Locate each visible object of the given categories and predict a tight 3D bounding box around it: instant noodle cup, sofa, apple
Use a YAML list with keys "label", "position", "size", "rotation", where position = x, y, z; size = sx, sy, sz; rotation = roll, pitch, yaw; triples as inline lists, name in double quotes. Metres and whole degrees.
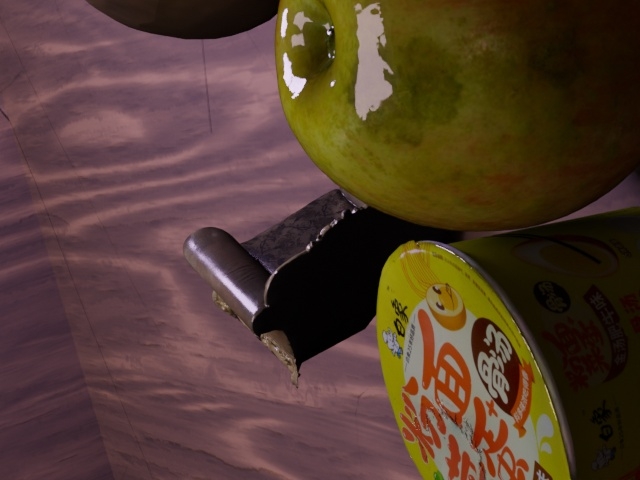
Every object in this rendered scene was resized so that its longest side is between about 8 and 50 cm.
- label: "instant noodle cup"
  position: [0.219, 0.113, 1.650]
  size: [0.311, 0.221, 0.311]
  rotation: [48, 149, 43]
- label: "sofa"
  position: [0.000, 0.000, 2.017]
  size: [0.200, 0.258, 0.182]
  rotation: [42, 157, 51]
- label: "apple"
  position: [0.121, -0.166, 1.563]
  size: [0.339, 0.339, 0.339]
  rotation: [47, 147, 44]

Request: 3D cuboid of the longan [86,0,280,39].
- label: "longan"
  position: [-0.133, -0.399, 1.905]
  size: [0.404, 0.336, 0.404]
  rotation: [18, 112, 57]
